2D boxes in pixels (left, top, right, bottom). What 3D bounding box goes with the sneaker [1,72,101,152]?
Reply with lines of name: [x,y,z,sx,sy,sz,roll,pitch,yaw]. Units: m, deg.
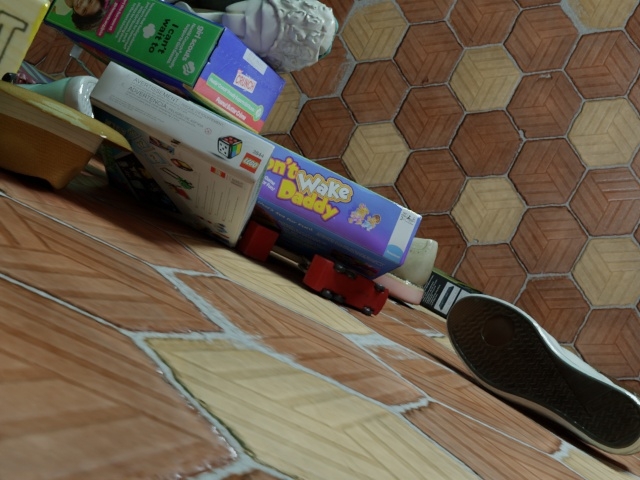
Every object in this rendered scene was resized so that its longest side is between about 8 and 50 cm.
sneaker: [-0.332,-0.164,1.190,0.151,0.094,0.256,0,-8,12]

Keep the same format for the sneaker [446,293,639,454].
sneaker: [0.282,0.178,1.114,0.290,0.106,0.123,39,0,34]

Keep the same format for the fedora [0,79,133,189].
fedora: [-0.286,-0.101,0.893,0.194,0.079,0.194,22,-3,1]

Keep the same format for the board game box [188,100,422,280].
board game box: [-0.058,-0.051,1.259,0.347,0.078,0.233,26,-16,-8]

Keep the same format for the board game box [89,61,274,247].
board game box: [-0.166,-0.086,1.046,0.193,0.053,0.305,28,-16,-3]

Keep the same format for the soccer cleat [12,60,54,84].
soccer cleat: [-0.517,-0.265,1.608,0.095,0.083,0.248,35,4,33]

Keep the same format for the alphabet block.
alphabet block: [-0.554,-0.333,1.337,0.197,0.193,0.192,26,5,-30]

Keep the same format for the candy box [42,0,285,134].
candy box: [-0.255,-0.316,1.494,0.317,0.122,0.268,25,-1,21]

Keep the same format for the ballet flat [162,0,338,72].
ballet flat: [-0.156,-0.384,1.584,0.409,0.146,0.147,19,-3,41]

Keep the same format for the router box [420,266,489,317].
router box: [0.260,0.107,2.022,0.243,0.081,0.309,28,3,18]

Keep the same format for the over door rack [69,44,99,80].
over door rack: [-0.355,-0.230,1.713,0.239,0.108,0.324,31,19,-50]

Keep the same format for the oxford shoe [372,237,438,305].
oxford shoe: [0.076,-0.011,1.796,0.397,0.146,0.140,29,4,34]

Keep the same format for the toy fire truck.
toy fire truck: [-0.008,0.040,1.225,0.192,0.047,0.135,26,2,-43]
